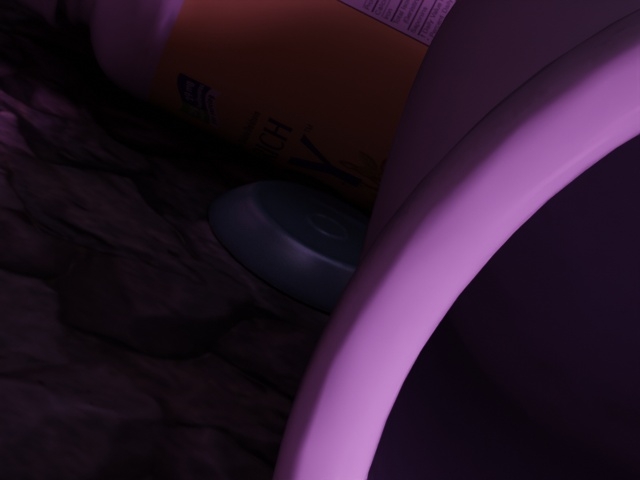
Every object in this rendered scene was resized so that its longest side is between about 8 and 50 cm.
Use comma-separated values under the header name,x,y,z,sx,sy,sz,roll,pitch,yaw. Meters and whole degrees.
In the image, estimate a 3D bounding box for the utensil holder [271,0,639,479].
name,x,y,z,sx,sy,sz,roll,pitch,yaw
utensil holder,0.167,0.031,0.520,0.328,0.327,0.385,27,20,-3

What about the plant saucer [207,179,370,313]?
name,x,y,z,sx,sy,sz,roll,pitch,yaw
plant saucer,0.000,0.000,0.804,0.119,0.021,0.119,24,22,-10

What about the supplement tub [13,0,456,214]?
name,x,y,z,sx,sy,sz,roll,pitch,yaw
supplement tub,0.018,-0.152,0.872,0.331,0.241,0.241,26,21,-4
